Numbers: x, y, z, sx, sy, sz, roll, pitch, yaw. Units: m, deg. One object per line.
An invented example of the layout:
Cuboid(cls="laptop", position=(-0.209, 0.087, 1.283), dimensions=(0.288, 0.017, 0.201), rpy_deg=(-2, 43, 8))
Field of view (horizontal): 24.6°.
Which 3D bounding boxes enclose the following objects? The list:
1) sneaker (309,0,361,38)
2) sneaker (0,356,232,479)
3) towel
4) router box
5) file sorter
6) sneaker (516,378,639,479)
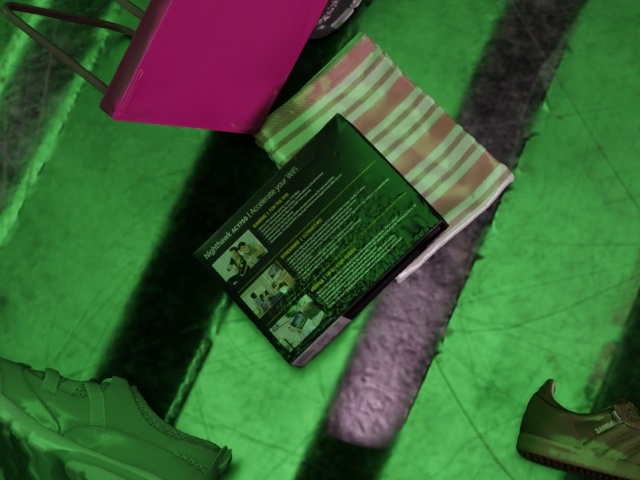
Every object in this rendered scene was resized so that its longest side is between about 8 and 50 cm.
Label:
Cuboid(cls="sneaker", position=(0.018, -0.301, 1.308), dimensions=(0.086, 0.132, 0.228), rpy_deg=(22, 77, 10))
Cuboid(cls="sneaker", position=(-0.204, 0.158, 1.231), dimensions=(0.281, 0.105, 0.115), rpy_deg=(30, 49, 14))
Cuboid(cls="towel", position=(0.053, -0.075, 1.294), dimensions=(0.144, 0.029, 0.197), rpy_deg=(-43, 75, -7))
Cuboid(cls="router box", position=(0.000, 0.000, 1.251), dimensions=(0.179, 0.046, 0.133), rpy_deg=(-43, 75, 5))
Cuboid(cls="file sorter", position=(-0.103, -0.263, 1.210), dimensions=(0.182, 0.202, 0.290), rpy_deg=(38, 109, 26))
Cuboid(cls="sneaker", position=(0.257, 0.164, 1.189), dimensions=(0.188, 0.066, 0.071), rpy_deg=(15, 75, 8))
